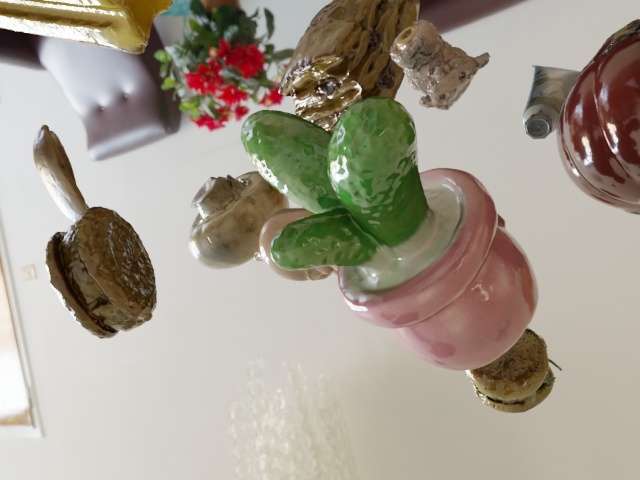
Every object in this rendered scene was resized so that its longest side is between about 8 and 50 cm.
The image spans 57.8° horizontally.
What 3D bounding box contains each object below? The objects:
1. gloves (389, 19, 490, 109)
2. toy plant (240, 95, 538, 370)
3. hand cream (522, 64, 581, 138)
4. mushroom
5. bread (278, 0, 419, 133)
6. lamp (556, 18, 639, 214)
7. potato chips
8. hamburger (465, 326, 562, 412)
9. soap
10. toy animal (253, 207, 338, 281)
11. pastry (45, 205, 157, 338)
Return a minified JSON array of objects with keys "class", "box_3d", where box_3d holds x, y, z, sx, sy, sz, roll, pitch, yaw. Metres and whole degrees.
[{"class":"gloves","box_3d":[0.171,-0.259,0.868,0.144,0.094,0.110,19,132,-18]},{"class":"toy plant","box_3d":[0.076,-0.012,0.682,0.356,0.210,0.317,36,173,-26]},{"class":"hand cream","box_3d":[0.378,-0.240,0.964,0.088,0.055,0.256,12,-141,22]},{"class":"mushroom","box_3d":[-0.180,-0.048,1.215,0.184,0.254,0.255,36,157,-23]},{"class":"bread","box_3d":[0.048,-0.390,1.197,0.167,0.324,0.278,27,158,-34]},{"class":"lamp","box_3d":[0.449,-0.148,0.706,0.304,0.256,0.303,-7,167,-2]},{"class":"potato chips","box_3d":[-0.494,-0.112,1.105,0.062,0.208,0.195,-26,-135,-18]},{"class":"hamburger","box_3d":[0.387,0.251,1.170,0.186,0.113,0.177,-6,-147,25]},{"class":"soap","box_3d":[-0.366,-0.365,0.741,0.325,0.096,0.204,17,153,23]},{"class":"toy animal","box_3d":[0.001,-0.001,0.969,0.248,0.149,0.165,-24,173,25]},{"class":"pastry","box_3d":[-0.171,0.026,0.457,0.057,0.097,0.109,-25,143,3]}]
